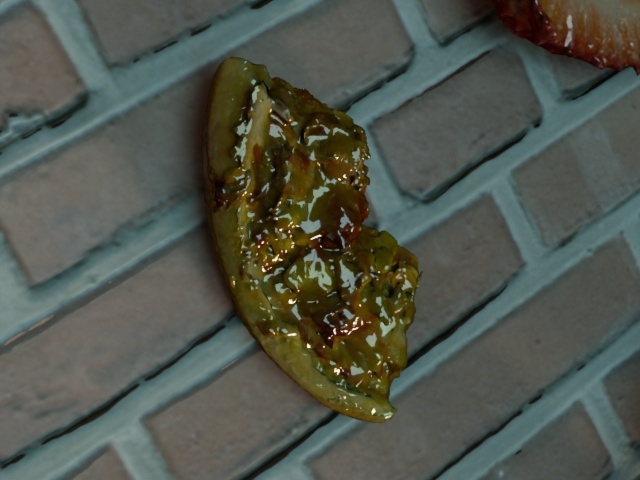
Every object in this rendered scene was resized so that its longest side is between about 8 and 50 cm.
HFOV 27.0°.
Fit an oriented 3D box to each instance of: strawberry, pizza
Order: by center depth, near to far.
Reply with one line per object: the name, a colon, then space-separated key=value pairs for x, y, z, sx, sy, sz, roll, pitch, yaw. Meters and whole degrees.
pizza: x=0.000 y=0.000 z=0.998 sx=0.161 sy=0.085 sz=0.305 roll=-32 pitch=107 yaw=-24
strawberry: x=0.218 y=-0.230 z=1.098 sx=0.286 sy=0.106 sz=0.188 roll=27 pitch=84 yaw=-38
